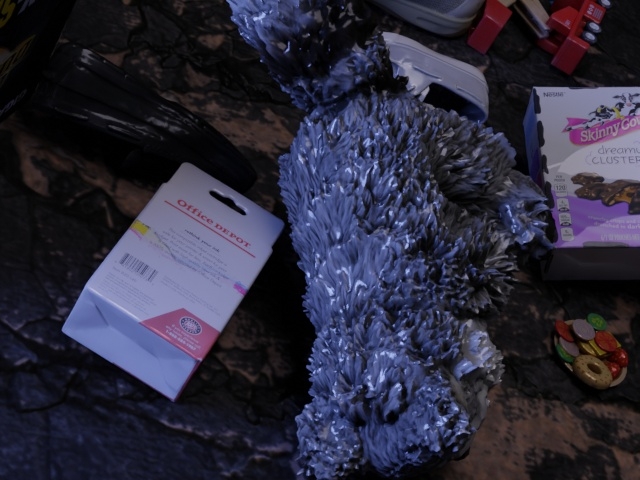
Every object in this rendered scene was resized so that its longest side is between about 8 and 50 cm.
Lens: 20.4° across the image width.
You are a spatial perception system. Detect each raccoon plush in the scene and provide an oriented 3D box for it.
[{"bbox_3d":[0.000,0.000,1.488,0.446,0.216,0.299,43,41,-12],"label":"raccoon plush"}]

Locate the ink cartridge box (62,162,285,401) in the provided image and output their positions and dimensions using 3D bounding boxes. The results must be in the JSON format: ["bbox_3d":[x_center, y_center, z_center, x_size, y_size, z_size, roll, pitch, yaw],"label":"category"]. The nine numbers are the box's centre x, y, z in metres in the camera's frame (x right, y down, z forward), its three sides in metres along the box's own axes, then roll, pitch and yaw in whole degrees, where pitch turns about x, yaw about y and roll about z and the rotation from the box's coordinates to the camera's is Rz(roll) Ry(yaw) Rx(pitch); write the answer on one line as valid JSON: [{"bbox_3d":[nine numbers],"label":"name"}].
[{"bbox_3d":[-0.120,0.030,1.524,0.115,0.067,0.198,33,42,0],"label":"ink cartridge box"}]

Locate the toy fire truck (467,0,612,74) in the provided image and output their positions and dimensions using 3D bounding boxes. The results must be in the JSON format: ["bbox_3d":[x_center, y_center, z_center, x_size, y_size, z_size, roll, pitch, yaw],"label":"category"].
[{"bbox_3d":[0.254,-0.257,2.051,0.135,0.047,0.192,31,41,-1],"label":"toy fire truck"}]

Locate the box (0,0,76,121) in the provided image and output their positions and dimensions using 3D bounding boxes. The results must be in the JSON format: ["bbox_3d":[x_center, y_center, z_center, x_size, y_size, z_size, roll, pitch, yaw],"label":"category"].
[{"bbox_3d":[-0.305,-0.152,1.443,0.079,0.257,0.322,35,40,3],"label":"box"}]

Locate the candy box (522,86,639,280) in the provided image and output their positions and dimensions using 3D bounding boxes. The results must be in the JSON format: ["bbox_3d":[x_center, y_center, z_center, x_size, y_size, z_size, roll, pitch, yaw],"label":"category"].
[{"bbox_3d":[0.299,-0.060,1.804,0.165,0.070,0.196,-1,59,-4],"label":"candy box"}]

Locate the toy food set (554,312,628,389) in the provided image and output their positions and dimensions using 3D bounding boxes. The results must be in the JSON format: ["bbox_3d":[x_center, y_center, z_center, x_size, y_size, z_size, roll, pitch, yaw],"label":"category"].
[{"bbox_3d":[0.261,0.107,1.721,0.083,0.020,0.082,-19,62,-42],"label":"toy food set"}]

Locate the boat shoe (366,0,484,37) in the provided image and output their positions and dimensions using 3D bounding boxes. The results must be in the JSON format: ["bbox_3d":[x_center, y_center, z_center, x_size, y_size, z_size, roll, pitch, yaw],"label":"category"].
[{"bbox_3d":[0.047,-0.320,1.944,0.302,0.098,0.109,20,42,-14],"label":"boat shoe"}]

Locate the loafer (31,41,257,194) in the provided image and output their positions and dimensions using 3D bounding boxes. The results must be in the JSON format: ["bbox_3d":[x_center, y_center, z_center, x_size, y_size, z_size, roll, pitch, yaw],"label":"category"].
[{"bbox_3d":[-0.160,-0.098,1.626,0.223,0.078,0.076,31,4,-22],"label":"loafer"}]

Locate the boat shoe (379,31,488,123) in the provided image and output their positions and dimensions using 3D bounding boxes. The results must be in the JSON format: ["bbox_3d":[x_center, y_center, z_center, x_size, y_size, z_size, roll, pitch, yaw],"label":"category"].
[{"bbox_3d":[0.096,-0.162,1.855,0.184,0.066,0.063,20,41,-29],"label":"boat shoe"}]
